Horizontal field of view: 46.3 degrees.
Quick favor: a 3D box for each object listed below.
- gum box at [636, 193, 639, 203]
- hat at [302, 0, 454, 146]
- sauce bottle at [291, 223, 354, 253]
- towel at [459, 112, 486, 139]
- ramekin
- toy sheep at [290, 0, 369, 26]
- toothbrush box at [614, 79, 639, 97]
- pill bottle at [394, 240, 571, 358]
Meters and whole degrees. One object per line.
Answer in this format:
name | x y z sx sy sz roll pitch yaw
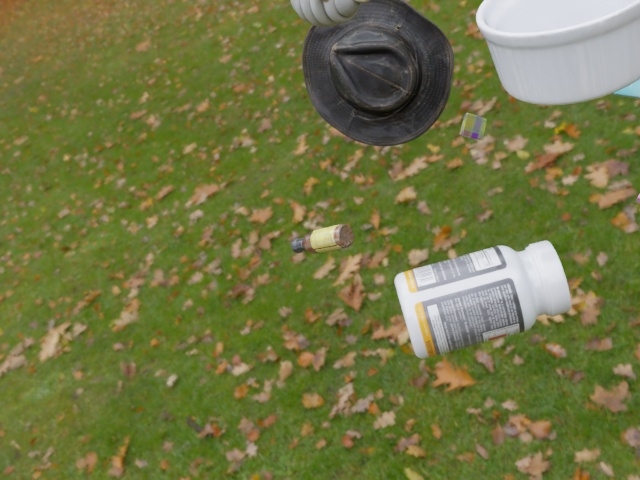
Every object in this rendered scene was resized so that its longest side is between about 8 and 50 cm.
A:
gum box | 0.670 -0.114 1.358 0.107 0.062 0.188 37 98 19
hat | 0.100 -0.342 1.523 0.332 0.331 0.134 -17 9 20
sauce bottle | 0.000 0.000 1.259 0.128 0.042 0.042 -9 35 46
towel | 0.393 -0.293 1.926 0.083 0.060 0.009 5 12 -38
ramekin | 0.395 -0.330 1.175 0.277 0.135 0.277 -16 34 11
toy sheep | 0.007 -0.309 0.935 0.132 0.091 0.091 28 61 37
toothbrush box | 0.683 -0.324 1.424 0.296 0.126 0.216 19 18 41
pill bottle | 0.282 0.100 1.323 0.279 0.162 0.162 -15 32 5
